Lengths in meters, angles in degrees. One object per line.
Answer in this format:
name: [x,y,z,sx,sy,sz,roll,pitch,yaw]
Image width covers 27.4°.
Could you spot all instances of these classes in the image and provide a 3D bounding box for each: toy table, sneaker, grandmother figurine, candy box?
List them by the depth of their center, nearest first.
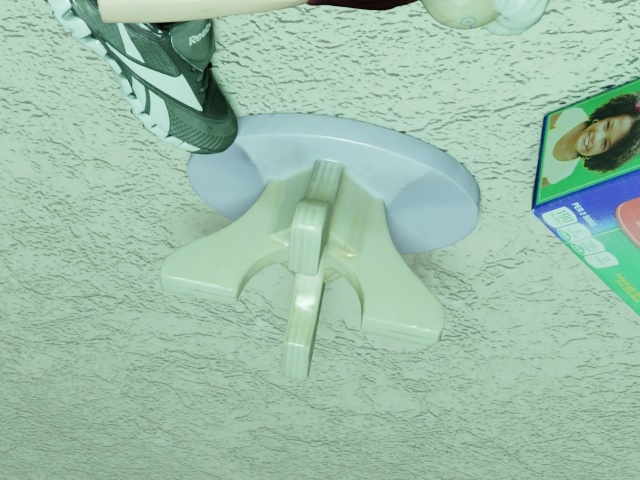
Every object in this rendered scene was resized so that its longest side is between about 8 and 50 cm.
grandmother figurine: [-0.004,-0.196,0.940,0.342,0.104,0.208,4,-170,-3]
candy box: [0.379,-0.039,1.063,0.317,0.122,0.268,-22,133,37]
sneaker: [-0.123,-0.155,1.082,0.106,0.078,0.234,-11,137,32]
toy table: [0.000,0.000,1.195,0.274,0.161,0.252,4,144,13]
